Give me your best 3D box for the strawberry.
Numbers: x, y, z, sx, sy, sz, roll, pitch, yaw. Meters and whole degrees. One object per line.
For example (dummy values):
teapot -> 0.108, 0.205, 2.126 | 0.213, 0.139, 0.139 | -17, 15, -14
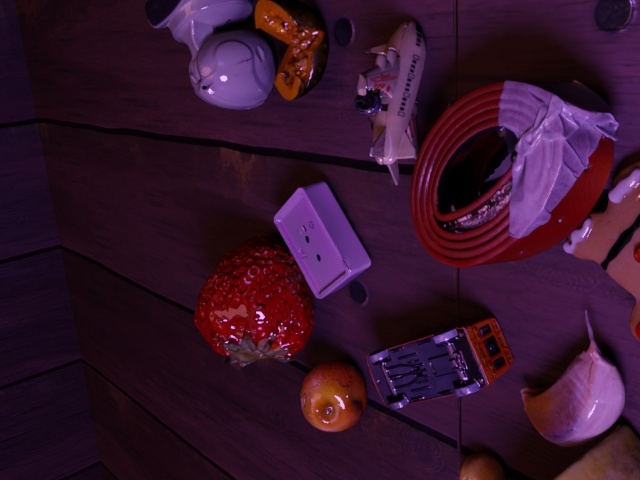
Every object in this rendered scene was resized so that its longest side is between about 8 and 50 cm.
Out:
strawberry -> -0.141, 0.120, 1.466 | 0.257, 0.257, 0.277 | -42, 41, 50

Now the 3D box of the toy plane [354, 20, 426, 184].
toy plane -> 0.115, -0.226, 1.061 | 0.104, 0.242, 0.256 | -8, 68, 26

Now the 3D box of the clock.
clock -> 0.000, 0.000, 1.353 | 0.197, 0.063, 0.150 | 60, 145, 10

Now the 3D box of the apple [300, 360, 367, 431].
apple -> 0.028, 0.319, 1.392 | 0.146, 0.146, 0.146 | 23, 121, 45

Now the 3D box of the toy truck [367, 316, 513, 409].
toy truck -> 0.195, 0.209, 1.165 | 0.252, 0.114, 0.107 | -30, 81, 50

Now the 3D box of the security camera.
security camera -> -0.195, -0.393, 1.360 | 0.197, 0.191, 0.277 | -23, 88, 47

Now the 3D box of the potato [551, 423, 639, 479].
potato -> 0.396, 0.483, 0.941 | 0.280, 0.212, 0.330 | 46, 137, 31

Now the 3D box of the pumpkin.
pumpkin -> -0.040, -0.356, 1.245 | 0.119, 0.107, 0.183 | 12, 121, 57

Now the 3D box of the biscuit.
biscuit -> 0.430, 0.043, 0.822 | 0.301, 0.049, 0.197 | 59, 143, 33

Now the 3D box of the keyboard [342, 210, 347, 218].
keyboard -> 0.002, -0.054, 1.388 | 0.155, 0.010, 0.053 | 26, 124, 43

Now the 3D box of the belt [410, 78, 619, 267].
belt -> 0.254, -0.097, 0.945 | 0.324, 0.115, 0.227 | -51, 54, 48

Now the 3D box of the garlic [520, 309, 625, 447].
garlic -> 0.368, 0.212, 0.976 | 0.128, 0.090, 0.198 | 58, 147, 38

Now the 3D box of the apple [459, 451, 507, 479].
apple -> 0.277, 0.407, 1.172 | 0.084, 0.071, 0.084 | 22, 119, 47
